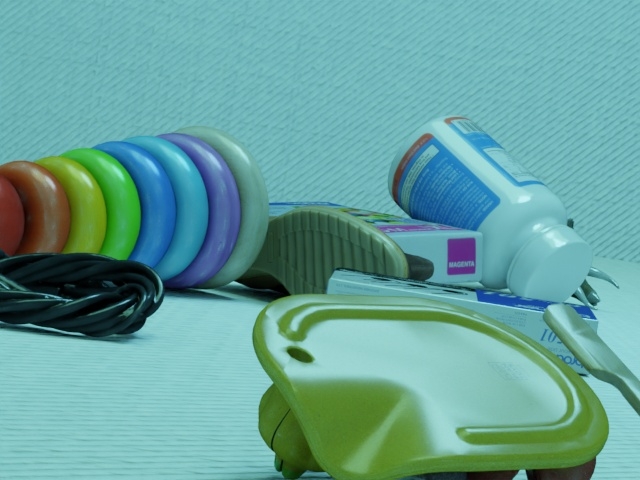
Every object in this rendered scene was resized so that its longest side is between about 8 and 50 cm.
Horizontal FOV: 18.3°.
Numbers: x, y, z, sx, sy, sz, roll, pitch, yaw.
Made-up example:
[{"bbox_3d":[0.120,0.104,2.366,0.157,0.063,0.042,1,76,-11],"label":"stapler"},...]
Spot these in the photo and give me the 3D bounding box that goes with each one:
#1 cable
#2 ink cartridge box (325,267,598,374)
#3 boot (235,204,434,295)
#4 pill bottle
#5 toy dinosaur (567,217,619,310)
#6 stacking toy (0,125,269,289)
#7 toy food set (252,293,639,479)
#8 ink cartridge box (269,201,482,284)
[{"bbox_3d":[-0.192,0.028,1.319,0.184,0.047,0.150,12,5,39],"label":"cable"},{"bbox_3d":[0.107,0.062,1.545,0.207,0.046,0.097,9,5,3],"label":"ink cartridge box"},{"bbox_3d":[0.035,0.015,1.764,0.248,0.090,0.207,7,3,44],"label":"boot"},{"bbox_3d":[0.181,-0.025,2.103,0.124,0.124,0.221,5,32,-46],"label":"pill bottle"},{"bbox_3d":[0.169,-0.004,2.245,0.313,0.121,0.160,11,-4,-14],"label":"toy dinosaur"},{"bbox_3d":[-0.189,-0.020,1.584,0.141,0.141,0.330,11,9,35],"label":"stacking toy"},{"bbox_3d":[0.055,0.086,0.899,0.218,0.071,0.128,4,29,-38],"label":"toy food set"},{"bbox_3d":[0.000,0.000,2.089,0.185,0.065,0.311,-2,7,-37],"label":"ink cartridge box"}]
